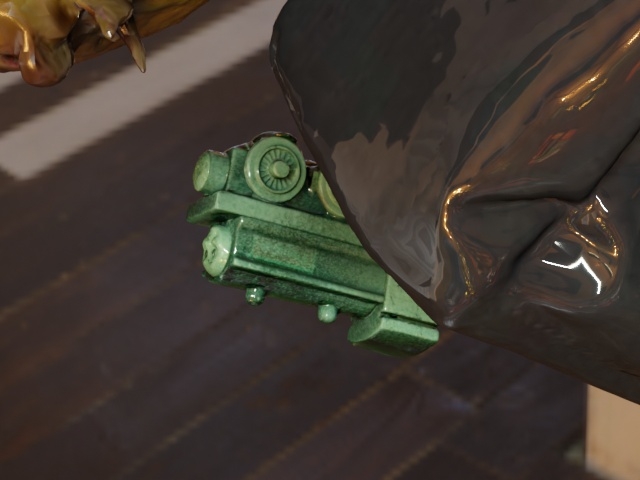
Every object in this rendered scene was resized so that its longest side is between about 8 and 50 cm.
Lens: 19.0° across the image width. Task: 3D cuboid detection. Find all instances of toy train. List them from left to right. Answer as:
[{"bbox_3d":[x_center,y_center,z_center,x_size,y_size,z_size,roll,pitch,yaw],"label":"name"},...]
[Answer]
[{"bbox_3d":[0.000,0.000,1.146,0.170,0.111,0.071,15,-16,-23],"label":"toy train"}]

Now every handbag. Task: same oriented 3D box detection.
[{"bbox_3d":[0.170,-0.073,0.538,0.302,0.275,0.178,24,25,-44],"label":"handbag"}]

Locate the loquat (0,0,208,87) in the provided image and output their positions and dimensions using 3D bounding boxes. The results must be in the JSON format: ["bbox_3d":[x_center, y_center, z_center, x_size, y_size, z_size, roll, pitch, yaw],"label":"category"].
[{"bbox_3d":[-0.081,-0.118,0.535,0.163,0.163,0.137,-19,-7,-20],"label":"loquat"}]
